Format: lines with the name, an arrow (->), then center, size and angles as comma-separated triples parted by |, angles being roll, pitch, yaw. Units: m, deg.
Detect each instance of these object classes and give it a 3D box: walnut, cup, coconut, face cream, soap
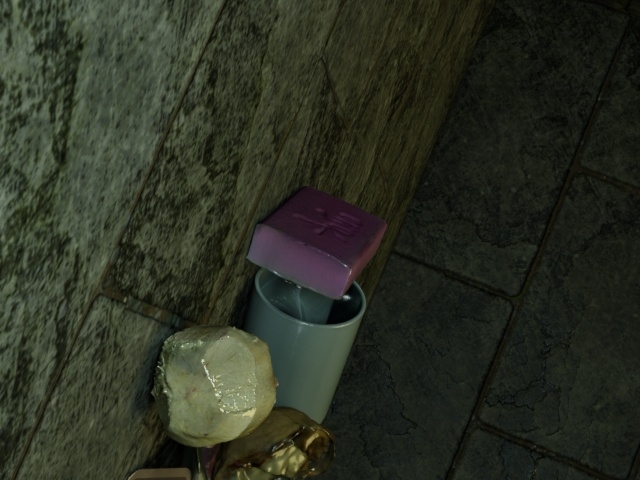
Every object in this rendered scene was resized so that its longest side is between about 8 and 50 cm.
walnut -> -0.097, 0.373, 1.965 | 0.238, 0.141, 0.204 | -29, 144, -17
cup -> -0.052, 0.208, 2.068 | 0.205, 0.205, 0.312 | -53, 163, -56
coconut -> -0.153, 0.211, 1.631 | 0.194, 0.194, 0.194 | 22, 90, -80
face cream -> -0.219, 0.469, 1.950 | 0.137, 0.084, 0.341 | -108, -162, -56
soap -> 0.001, -0.002, 1.969 | 0.081, 0.181, 0.259 | -69, 170, 24

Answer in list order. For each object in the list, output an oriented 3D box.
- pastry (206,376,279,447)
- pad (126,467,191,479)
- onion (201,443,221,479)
pastry -> -0.171, 0.268, 1.865 | 0.265, 0.112, 0.103 | -7, 110, -71
pad -> -0.295, 0.485, 1.768 | 0.176, 0.002, 0.266 | 19, 93, -60
onion -> -0.201, 0.498, 2.136 | 0.227, 0.120, 0.284 | 80, 33, -63
